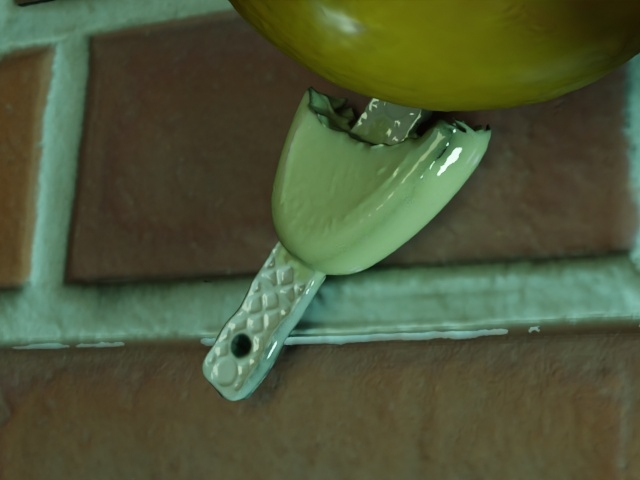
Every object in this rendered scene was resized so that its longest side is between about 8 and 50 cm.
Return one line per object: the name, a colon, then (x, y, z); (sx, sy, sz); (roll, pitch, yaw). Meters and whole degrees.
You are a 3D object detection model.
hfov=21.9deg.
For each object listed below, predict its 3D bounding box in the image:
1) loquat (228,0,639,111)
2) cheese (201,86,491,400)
loquat: (0.067, -0.227, 0.863); (0.328, 0.328, 0.328); (-10, 73, 35)
cheese: (0.000, 0.000, 1.025); (0.127, 0.049, 0.235); (39, 104, 34)
